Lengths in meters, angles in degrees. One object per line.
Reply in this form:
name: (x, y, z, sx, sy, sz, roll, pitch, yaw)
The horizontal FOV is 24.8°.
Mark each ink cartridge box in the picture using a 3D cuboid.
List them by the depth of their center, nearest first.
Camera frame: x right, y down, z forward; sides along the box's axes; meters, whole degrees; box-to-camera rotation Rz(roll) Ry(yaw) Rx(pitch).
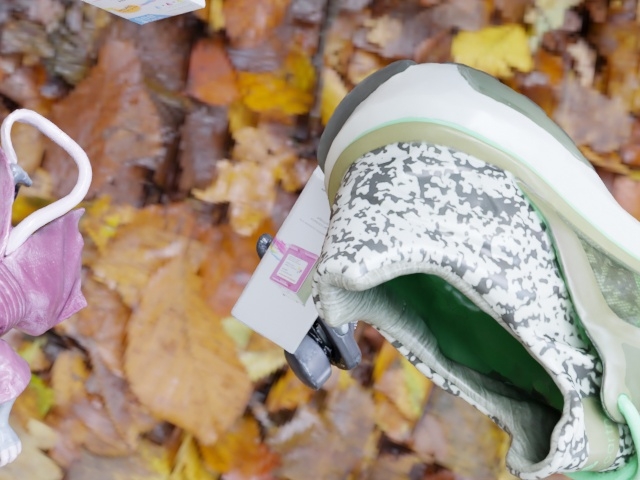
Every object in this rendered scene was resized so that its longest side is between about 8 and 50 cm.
ink cartridge box: (0.000, 0.000, 0.943, 0.122, 0.052, 0.088, -57, 179, 29)
ink cartridge box: (-0.240, -0.334, 1.852, 0.181, 0.104, 0.061, 12, 69, -62)

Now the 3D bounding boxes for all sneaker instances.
sneaker: (0.153, 0.085, 0.776, 0.410, 0.158, 0.182, 32, 44, -3)

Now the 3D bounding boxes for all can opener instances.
can opener: (-0.008, 0.062, 1.347, 0.073, 0.059, 0.186, -62, 145, -37)

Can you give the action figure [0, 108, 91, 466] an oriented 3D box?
action figure: (-0.374, 0.068, 1.657, 0.275, 0.248, 0.370, -53, -175, 29)
